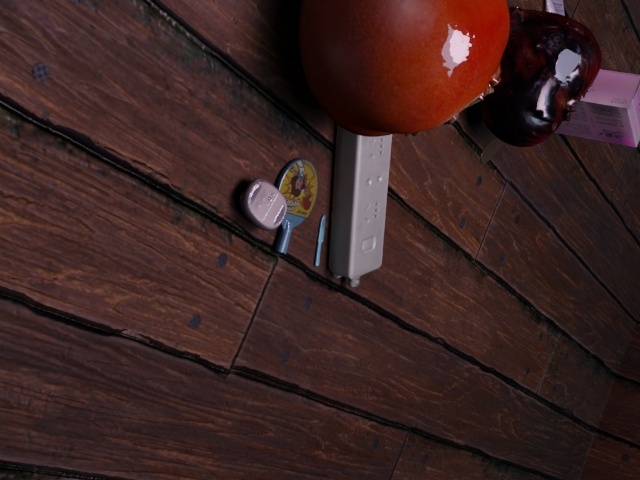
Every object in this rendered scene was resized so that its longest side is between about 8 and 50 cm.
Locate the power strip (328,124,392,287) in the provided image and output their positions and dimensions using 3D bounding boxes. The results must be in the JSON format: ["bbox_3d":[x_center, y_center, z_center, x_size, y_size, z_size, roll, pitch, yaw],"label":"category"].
[{"bbox_3d":[0.067,-0.071,1.545,0.098,0.058,0.338,-21,121,-48],"label":"power strip"}]

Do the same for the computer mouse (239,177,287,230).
[{"bbox_3d":[-0.090,-0.055,1.359,0.096,0.039,0.066,43,69,-44],"label":"computer mouse"}]

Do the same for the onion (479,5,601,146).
[{"bbox_3d":[0.418,-0.318,1.781,0.281,0.221,0.280,-6,105,-22],"label":"onion"}]

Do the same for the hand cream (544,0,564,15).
[{"bbox_3d":[0.517,-0.476,1.985,0.084,0.053,0.142,-10,102,-50],"label":"hand cream"}]

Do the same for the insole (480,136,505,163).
[{"bbox_3d":[0.382,-0.206,1.954,0.135,0.002,0.045,-37,132,-39],"label":"insole"}]

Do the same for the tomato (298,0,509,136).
[{"bbox_3d":[0.115,-0.309,1.321,0.321,0.322,0.321,-26,124,-45],"label":"tomato"}]

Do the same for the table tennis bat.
[{"bbox_3d":[-0.045,-0.055,1.436,0.100,0.019,0.155,17,89,-55],"label":"table tennis bat"}]

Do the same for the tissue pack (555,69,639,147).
[{"bbox_3d":[0.578,-0.298,1.967,0.092,0.246,0.148,-61,144,-18],"label":"tissue pack"}]

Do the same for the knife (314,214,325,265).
[{"bbox_3d":[0.000,0.000,1.530,0.014,0.005,0.091,-10,112,-50],"label":"knife"}]
